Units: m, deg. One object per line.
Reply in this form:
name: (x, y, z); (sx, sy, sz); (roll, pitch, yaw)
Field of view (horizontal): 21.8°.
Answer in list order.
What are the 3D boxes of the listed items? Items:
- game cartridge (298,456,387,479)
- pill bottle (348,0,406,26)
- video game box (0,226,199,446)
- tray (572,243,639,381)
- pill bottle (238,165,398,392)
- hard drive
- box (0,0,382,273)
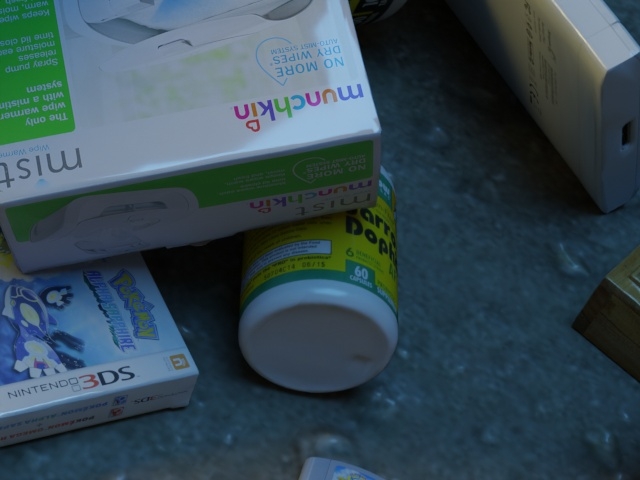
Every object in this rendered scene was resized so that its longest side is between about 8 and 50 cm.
game cartridge: (0.022, 0.185, 1.173); (0.083, 0.017, 0.056); (22, 42, -3)
pill bottle: (-0.092, -0.254, 1.395); (0.334, 0.188, 0.188); (-14, 57, -30)
video game box: (-0.210, 0.045, 1.182); (0.187, 0.048, 0.205); (-10, 55, -32)
tray: (0.413, 0.017, 1.441); (0.203, 0.076, 0.411); (40, 47, 14)
pill bottle: (0.000, 0.000, 1.256); (0.118, 0.117, 0.208); (12, 47, -12)
hard drive: (0.164, -0.215, 1.442); (0.047, 0.233, 0.353); (-30, 62, -6)
box: (-0.108, -0.121, 1.172); (0.262, 0.126, 0.231); (-10, 66, -5)
